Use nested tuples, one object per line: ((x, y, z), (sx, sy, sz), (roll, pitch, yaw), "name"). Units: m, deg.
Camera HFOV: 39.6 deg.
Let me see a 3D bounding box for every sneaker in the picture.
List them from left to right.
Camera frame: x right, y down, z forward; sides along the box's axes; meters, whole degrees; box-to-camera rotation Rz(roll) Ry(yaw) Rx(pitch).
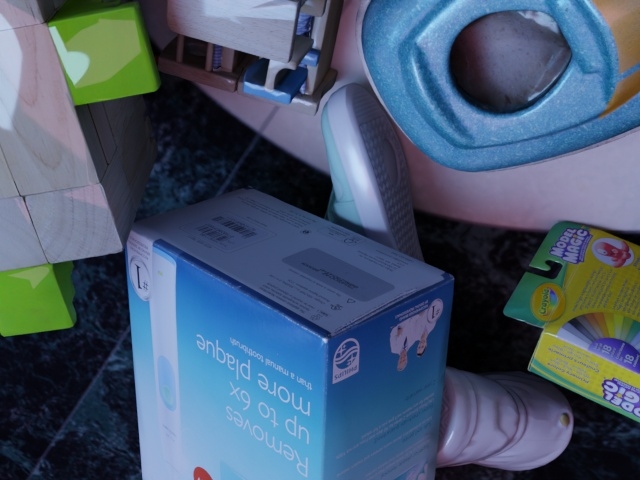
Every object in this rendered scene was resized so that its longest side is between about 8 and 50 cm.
((0.000, 0.001, 0.720), (0.151, 0.094, 0.255), (-3, 123, 20), "sneaker")
((0.083, 0.167, 0.797), (0.169, 0.108, 0.293), (12, 165, -32), "sneaker")

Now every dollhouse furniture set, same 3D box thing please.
((-0.061, -0.144, 0.590), (0.129, 0.183, 0.129), (17, 126, 6), "dollhouse furniture set")

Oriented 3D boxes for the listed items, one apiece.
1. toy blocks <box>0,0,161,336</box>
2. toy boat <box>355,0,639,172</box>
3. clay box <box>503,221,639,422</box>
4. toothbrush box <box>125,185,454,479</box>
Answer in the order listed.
((-0.191, -0.172, 0.576), (0.191, 0.261, 0.381), (-9, 121, 4), "toy blocks")
((0.187, -0.088, 0.573), (0.268, 0.148, 0.318), (-28, 110, 30), "toy boat")
((0.253, 0.074, 0.649), (0.222, 0.127, 0.053), (24, 137, 20), "clay box")
((-0.031, 0.137, 0.666), (0.216, 0.126, 0.295), (26, 125, 40), "toothbrush box")
